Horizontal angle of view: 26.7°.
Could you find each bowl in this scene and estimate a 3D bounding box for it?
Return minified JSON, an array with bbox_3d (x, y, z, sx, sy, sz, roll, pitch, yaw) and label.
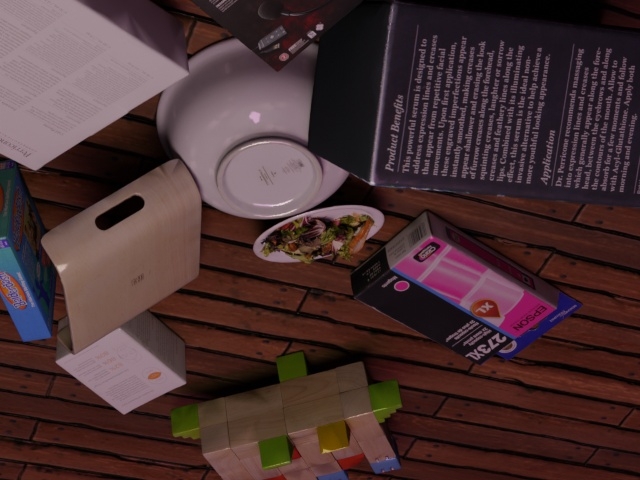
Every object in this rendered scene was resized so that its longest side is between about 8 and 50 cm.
[{"bbox_3d":[-0.073,-0.124,1.834,0.298,0.134,0.297,-4,136,-3],"label":"bowl"}]

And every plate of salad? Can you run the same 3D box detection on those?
[{"bbox_3d":[0.000,0.000,1.988,0.200,0.048,0.200,-12,160,-4],"label":"plate of salad"}]

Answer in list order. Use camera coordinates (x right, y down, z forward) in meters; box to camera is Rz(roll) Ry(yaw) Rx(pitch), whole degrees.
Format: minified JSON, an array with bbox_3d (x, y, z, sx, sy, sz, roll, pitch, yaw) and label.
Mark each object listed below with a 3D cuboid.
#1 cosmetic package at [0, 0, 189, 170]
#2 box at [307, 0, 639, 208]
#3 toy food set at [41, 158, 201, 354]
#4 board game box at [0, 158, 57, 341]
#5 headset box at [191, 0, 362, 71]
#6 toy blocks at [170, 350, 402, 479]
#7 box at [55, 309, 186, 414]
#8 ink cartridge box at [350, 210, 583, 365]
[{"bbox_3d":[-0.390,-0.248,1.627,0.284,0.097,0.377,-29,144,26],"label":"cosmetic package"},{"bbox_3d":[0.216,-0.174,1.654,0.396,0.293,0.211,5,100,-15],"label":"box"},{"bbox_3d":[-0.283,0.023,1.890,0.220,0.092,0.306,-33,159,-21],"label":"toy food set"},{"bbox_3d":[-0.427,0.015,1.908,0.047,0.160,0.210,-9,135,3],"label":"board game box"},{"bbox_3d":[-0.072,-0.356,1.488,0.218,0.110,0.293,-37,134,17],"label":"headset box"},{"bbox_3d":[-0.029,0.338,2.295,0.382,0.190,0.261,-15,146,7],"label":"toy blocks"},{"bbox_3d":[-0.313,0.176,2.132,0.130,0.091,0.170,-27,132,19],"label":"box"},{"bbox_3d":[0.241,0.096,2.149,0.371,0.069,0.176,27,126,-33],"label":"ink cartridge box"}]
